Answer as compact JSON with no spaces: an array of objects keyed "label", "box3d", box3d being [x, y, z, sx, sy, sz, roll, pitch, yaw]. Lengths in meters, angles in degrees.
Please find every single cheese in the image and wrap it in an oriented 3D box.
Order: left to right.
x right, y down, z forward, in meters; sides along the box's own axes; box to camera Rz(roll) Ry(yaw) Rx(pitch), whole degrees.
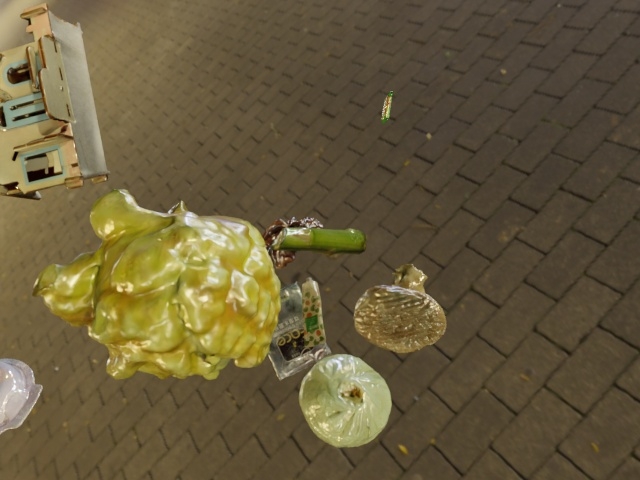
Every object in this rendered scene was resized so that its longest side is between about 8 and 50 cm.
[{"label":"cheese","box3d":[-0.462,0.205,0.848,0.244,0.052,0.135,-2,43,21]}]

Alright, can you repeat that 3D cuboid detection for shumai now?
[{"label":"shumai","box3d":[0.188,0.156,1.530,0.209,0.161,0.153,-7,28,21]}]

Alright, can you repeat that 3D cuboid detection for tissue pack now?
[{"label":"tissue pack","box3d":[-0.094,0.259,1.913,0.173,0.236,0.073,-25,1,-4]}]

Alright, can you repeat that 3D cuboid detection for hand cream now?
[{"label":"hand cream","box3d":[-0.019,0.163,1.533,0.057,0.037,0.165,-20,60,26]}]

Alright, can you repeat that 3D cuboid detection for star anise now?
[{"label":"star anise","box3d":[-0.096,-0.005,2.004,0.190,0.126,0.220,-4,27,31]}]

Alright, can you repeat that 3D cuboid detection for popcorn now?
[{"label":"popcorn","box3d":[-0.214,0.086,0.998,0.279,0.335,0.274,23,101,38]}]

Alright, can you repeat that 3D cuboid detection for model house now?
[{"label":"model house","box3d":[-0.545,-0.231,1.198,0.244,0.169,0.326,-12,88,14]}]

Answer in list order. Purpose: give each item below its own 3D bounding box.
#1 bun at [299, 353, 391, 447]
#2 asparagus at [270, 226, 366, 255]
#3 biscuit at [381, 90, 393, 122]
[{"label":"bun","box3d":[0.052,0.325,1.376,0.195,0.118,0.195,1,59,-2]},{"label":"asparagus","box3d":[-0.001,0.000,1.573,0.060,0.277,0.067,48,120,38]},{"label":"biscuit","box3d":[0.187,-0.374,1.872,0.046,0.016,0.089,144,136,-77]}]
